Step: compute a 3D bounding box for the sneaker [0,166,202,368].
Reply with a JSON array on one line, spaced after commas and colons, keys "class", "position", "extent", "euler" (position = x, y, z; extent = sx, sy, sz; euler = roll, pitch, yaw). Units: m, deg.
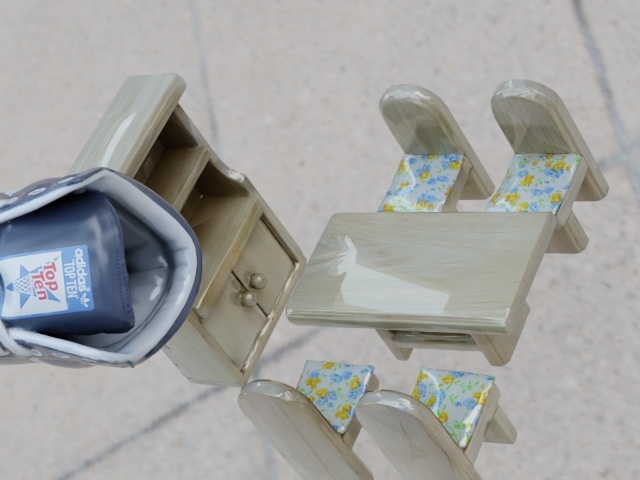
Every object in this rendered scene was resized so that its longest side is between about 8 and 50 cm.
[{"class": "sneaker", "position": [-0.185, 0.026, 0.731], "extent": [0.153, 0.282, 0.099], "euler": [-7, 93, 50]}]

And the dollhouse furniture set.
[{"class": "dollhouse furniture set", "position": [0.000, 0.000, 0.880], "extent": [0.242, 0.161, 0.212], "euler": [1, 51, 37]}]
